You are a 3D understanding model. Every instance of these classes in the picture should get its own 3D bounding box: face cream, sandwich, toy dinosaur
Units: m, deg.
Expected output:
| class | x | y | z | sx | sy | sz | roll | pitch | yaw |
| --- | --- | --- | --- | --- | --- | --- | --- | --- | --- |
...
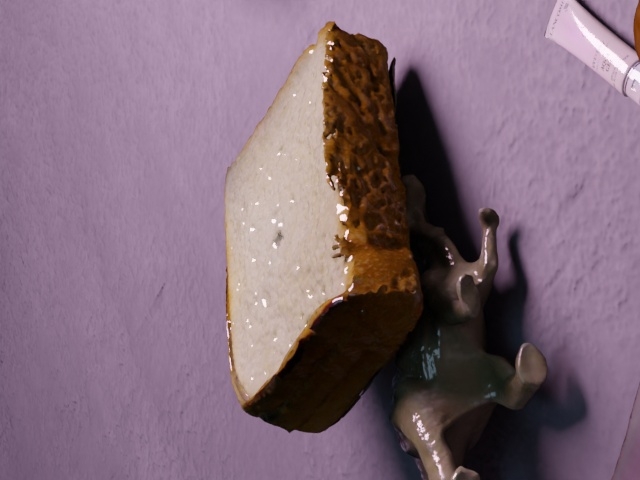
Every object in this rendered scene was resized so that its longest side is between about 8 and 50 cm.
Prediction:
| class | x | y | z | sx | sy | sz | roll | pitch | yaw |
| --- | --- | --- | --- | --- | --- | --- | --- | --- | --- |
| face cream | 0.181 | -0.123 | 1.084 | 0.115 | 0.020 | 0.038 | 51 | 135 | 45 |
| sandwich | 0.001 | 0.000 | 1.260 | 0.226 | 0.087 | 0.251 | -52 | 33 | 46 |
| toy dinosaur | 0.094 | 0.088 | 1.195 | 0.162 | 0.077 | 0.294 | 137 | 139 | -66 |

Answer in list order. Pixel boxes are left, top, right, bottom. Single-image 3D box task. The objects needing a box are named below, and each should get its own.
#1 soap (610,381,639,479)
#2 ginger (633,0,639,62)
| class | x | y | z | sx | sy | sz | roll | pitch | yaw |
| --- | --- | --- | --- | --- | --- | --- | --- | --- | --- |
| soap | 0.266 | 0.223 | 0.915 | 0.285 | 0.107 | 0.296 | 40 | 125 | 47 |
| ginger | 0.304 | -0.118 | 0.681 | 0.418 | 0.176 | 0.254 | -29 | 62 | 41 |
